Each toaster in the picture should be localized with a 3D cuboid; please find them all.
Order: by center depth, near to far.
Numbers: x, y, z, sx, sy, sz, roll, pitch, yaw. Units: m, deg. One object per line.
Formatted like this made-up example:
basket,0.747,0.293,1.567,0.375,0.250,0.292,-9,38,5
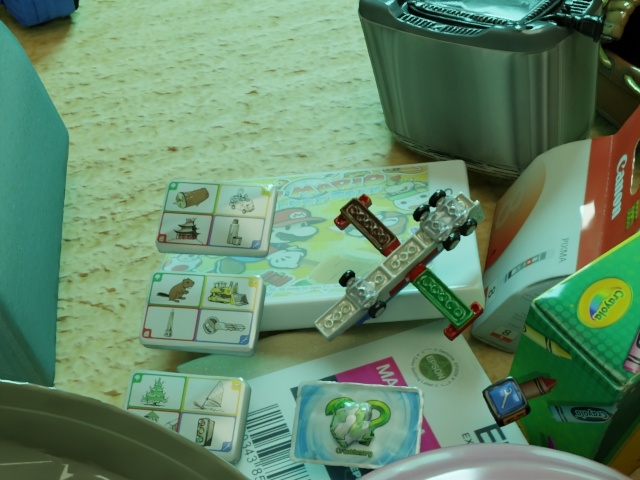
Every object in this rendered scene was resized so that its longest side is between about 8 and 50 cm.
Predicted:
toaster,0.143,-0.145,0.885,0.227,0.146,0.129,20,48,34

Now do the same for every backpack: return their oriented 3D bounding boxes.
backpack,-0.290,-0.268,1.038,0.101,0.098,0.120,-24,66,-10

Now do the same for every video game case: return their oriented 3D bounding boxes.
video game case,0.000,0.000,0.786,0.227,0.026,0.206,-5,27,7

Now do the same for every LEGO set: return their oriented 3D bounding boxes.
LEGO set,0.010,0.055,0.665,0.244,0.060,0.182,2,69,14

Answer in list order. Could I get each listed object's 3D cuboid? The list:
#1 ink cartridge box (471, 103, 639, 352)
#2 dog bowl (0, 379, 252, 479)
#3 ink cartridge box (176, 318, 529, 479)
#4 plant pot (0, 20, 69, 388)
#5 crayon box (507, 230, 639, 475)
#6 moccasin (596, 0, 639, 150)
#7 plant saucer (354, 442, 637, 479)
ink cartridge box,0.176,-0.020,0.775,0.045,0.179,0.145,23,49,-5
dog bowl,-0.129,0.224,0.351,0.349,0.102,0.348,11,54,-16
ink cartridge box,0.034,0.161,0.671,0.193,0.088,0.234,-17,50,-15
plant pot,-0.315,-0.044,0.702,0.247,0.252,0.247,-2,61,-4
crayon box,0.251,0.053,0.722,0.278,0.165,0.081,-29,56,-24
moccasin,0.282,-0.177,0.937,0.139,0.147,0.380,-14,50,-14
plant saucer,0.103,0.260,0.513,0.332,0.084,0.332,3,70,-9
